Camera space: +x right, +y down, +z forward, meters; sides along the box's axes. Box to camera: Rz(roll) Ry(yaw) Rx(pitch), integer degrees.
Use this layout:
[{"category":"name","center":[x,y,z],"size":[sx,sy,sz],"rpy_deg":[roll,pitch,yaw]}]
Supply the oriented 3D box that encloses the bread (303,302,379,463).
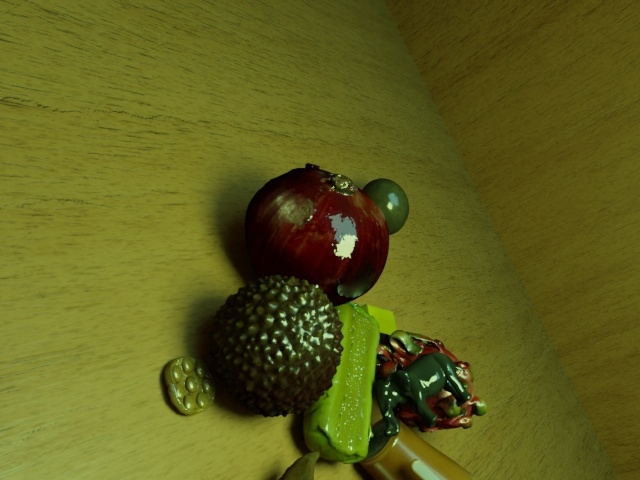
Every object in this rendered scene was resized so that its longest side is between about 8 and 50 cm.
[{"category":"bread","center":[0.044,0.309,1.215],"size":[0.166,0.112,0.384],"rpy_deg":[39,40,-26]}]

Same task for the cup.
[{"category":"cup","center":[0.223,0.532,1.200],"size":[0.264,0.226,0.182],"rpy_deg":[45,70,-9]}]

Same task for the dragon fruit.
[{"category":"dragon fruit","center":[0.257,0.357,1.359],"size":[0.307,0.227,0.243],"rpy_deg":[12,61,-18]}]

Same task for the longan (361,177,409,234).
[{"category":"longan","center":[0.200,-0.108,1.728],"size":[0.204,0.159,0.185],"rpy_deg":[-150,-137,-80]}]

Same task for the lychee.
[{"category":"lychee","center":[-0.073,0.195,1.025],"size":[0.267,0.267,0.268],"rpy_deg":[33,41,-34]}]

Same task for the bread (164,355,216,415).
[{"category":"bread","center":[-0.234,0.259,0.965],"size":[0.110,0.024,0.110],"rpy_deg":[34,40,-35]}]

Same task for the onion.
[{"category":"onion","center":[-0.007,0.005,1.213],"size":[0.341,0.341,0.341],"rpy_deg":[33,41,-34]}]

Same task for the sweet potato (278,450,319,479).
[{"category":"sweet potato","center":[-0.063,0.536,0.909],"size":[0.106,0.095,0.355],"rpy_deg":[18,56,-20]}]

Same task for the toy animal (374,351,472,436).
[{"category":"toy animal","center":[0.219,0.343,1.198],"size":[0.245,0.115,0.146],"rpy_deg":[-21,64,-35]}]

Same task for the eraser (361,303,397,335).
[{"category":"eraser","center":[0.159,0.236,1.489],"size":[0.122,0.045,0.097],"rpy_deg":[24,48,-42]}]
